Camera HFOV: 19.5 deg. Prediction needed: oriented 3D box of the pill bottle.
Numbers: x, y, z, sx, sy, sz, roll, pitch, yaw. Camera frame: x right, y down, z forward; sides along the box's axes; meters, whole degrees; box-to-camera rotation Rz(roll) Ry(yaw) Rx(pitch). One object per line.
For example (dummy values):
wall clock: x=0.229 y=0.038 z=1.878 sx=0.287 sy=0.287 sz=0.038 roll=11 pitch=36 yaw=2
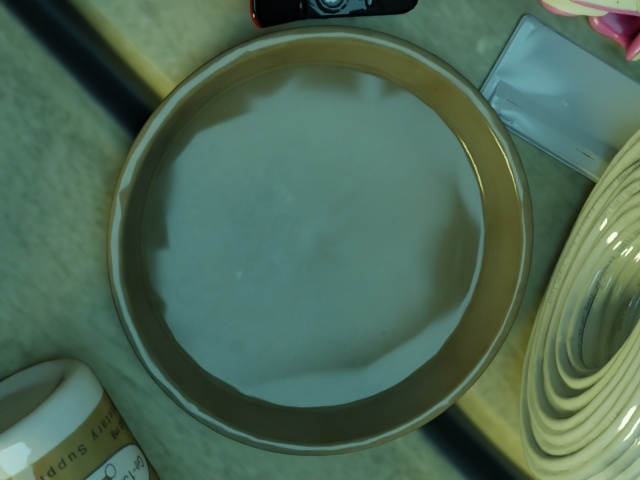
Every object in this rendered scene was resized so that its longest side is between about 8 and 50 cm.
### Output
pill bottle: x=-0.144 y=0.199 z=1.151 sx=0.131 sy=0.131 sz=0.229 roll=-31 pitch=105 yaw=-6

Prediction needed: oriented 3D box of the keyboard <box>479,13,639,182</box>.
keyboard: x=0.223 y=-0.058 z=1.253 sx=0.256 sy=0.014 sz=0.072 roll=29 pitch=87 yaw=-16

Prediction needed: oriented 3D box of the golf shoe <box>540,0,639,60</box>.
golf shoe: x=0.167 y=-0.203 z=1.112 sx=0.140 sy=0.115 sz=0.306 roll=-47 pitch=139 yaw=12

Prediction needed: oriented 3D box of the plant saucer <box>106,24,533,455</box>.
plant saucer: x=0.000 y=0.000 z=1.197 sx=0.278 sy=0.041 sz=0.278 roll=-2 pitch=101 yaw=-13

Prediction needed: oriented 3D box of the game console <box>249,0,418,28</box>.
game console: x=0.008 y=-0.205 z=1.139 sx=0.124 sy=0.085 sz=0.144 roll=-4 pitch=101 yaw=-12

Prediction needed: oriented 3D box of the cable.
cable: x=0.209 y=0.045 z=1.138 sx=0.089 sy=0.257 sz=0.257 roll=23 pitch=60 yaw=-12
